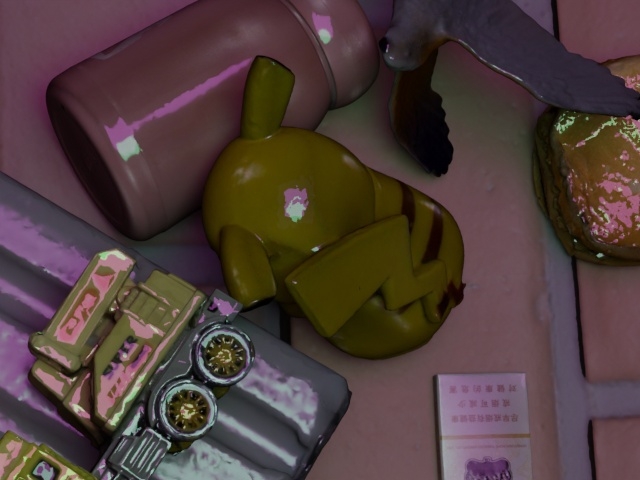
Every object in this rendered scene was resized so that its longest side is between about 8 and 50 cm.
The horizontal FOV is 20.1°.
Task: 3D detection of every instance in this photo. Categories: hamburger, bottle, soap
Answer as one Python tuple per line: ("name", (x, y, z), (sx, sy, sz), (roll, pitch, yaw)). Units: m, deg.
("hamburger", (0.310, -0.079, 1.756), (0.213, 0.108, 0.214), (2, 77, -8))
("bottle", (-0.099, -0.151, 1.678), (0.297, 0.173, 0.206), (-32, 52, -15))
("soap", (-0.240, 0.173, 1.555), (0.435, 0.213, 0.350), (28, 72, -3))

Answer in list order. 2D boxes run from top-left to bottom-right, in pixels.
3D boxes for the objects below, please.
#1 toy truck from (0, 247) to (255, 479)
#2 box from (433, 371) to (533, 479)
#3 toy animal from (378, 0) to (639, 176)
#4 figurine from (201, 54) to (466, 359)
("toy truck", (-0.175, 0.140, 1.403), (0.157, 0.124, 0.272), (34, 73, -2))
("box", (0.156, 0.209, 1.710), (0.090, 0.024, 0.167), (0, 78, -9))
("toy animal", (0.146, -0.248, 1.668), (0.302, 0.225, 0.284), (32, 57, -41))
("figurine", (0.005, 0.003, 1.592), (0.326, 0.169, 0.218), (27, 63, -41))
